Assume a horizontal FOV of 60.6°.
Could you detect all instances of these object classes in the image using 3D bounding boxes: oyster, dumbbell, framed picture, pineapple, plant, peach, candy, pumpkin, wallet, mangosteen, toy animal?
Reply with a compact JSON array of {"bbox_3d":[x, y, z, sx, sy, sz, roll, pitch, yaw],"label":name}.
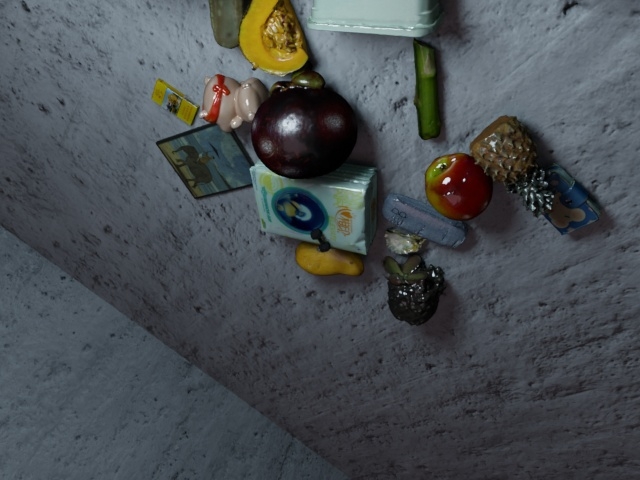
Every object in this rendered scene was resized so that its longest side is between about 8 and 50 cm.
[{"bbox_3d":[0.273,0.000,1.833,0.121,0.045,0.146,31,145,-8],"label":"oyster"},{"bbox_3d":[0.000,0.000,1.748,0.040,0.036,0.083,-5,133,36],"label":"dumbbell"},{"bbox_3d":[-0.391,-0.278,1.928,0.346,0.016,0.265,-8,126,32],"label":"framed picture"},{"bbox_3d":[0.517,-0.181,1.424,0.279,0.158,0.157,50,134,-6],"label":"pineapple"},{"bbox_3d":[0.322,0.160,1.872,0.204,0.178,0.234,17,128,28],"label":"plant"},{"bbox_3d":[0.392,-0.145,1.533,0.197,0.197,0.197,14,136,14],"label":"peach"},{"bbox_3d":[-0.234,-0.633,1.436,0.102,0.104,0.234,10,136,12],"label":"candy"},{"bbox_3d":[-0.148,-0.569,1.421,0.162,0.111,0.279,-15,137,18],"label":"pumpkin"},{"bbox_3d":[0.662,-0.113,1.514,0.202,0.059,0.141,41,143,-11],"label":"wallet"},{"bbox_3d":[-0.043,-0.313,1.516,0.296,0.297,0.293,18,128,10],"label":"mangosteen"},{"bbox_3d":[-0.260,-0.407,1.613,0.197,0.171,0.171,5,133,14],"label":"toy animal"}]

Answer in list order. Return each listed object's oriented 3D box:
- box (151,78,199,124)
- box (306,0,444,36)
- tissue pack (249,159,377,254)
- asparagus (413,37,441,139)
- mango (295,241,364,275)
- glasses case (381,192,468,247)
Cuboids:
[{"bbox_3d":[-0.476,-0.453,1.794,0.155,0.023,0.087,33,140,-5],"label":"box"},{"bbox_3d":[0.127,-0.586,1.256,0.311,0.175,0.183,11,127,18],"label":"box"},{"bbox_3d":[-0.015,-0.127,1.775,0.387,0.162,0.288,12,139,17],"label":"tissue pack"},{"bbox_3d":[0.279,-0.395,1.439,0.067,0.060,0.278,24,142,34],"label":"asparagus"},{"bbox_3d":[0.034,0.060,1.973,0.261,0.109,0.157,8,125,13],"label":"mango"},{"bbox_3d":[0.326,-0.063,1.729,0.282,0.067,0.109,26,140,5],"label":"glasses case"}]
